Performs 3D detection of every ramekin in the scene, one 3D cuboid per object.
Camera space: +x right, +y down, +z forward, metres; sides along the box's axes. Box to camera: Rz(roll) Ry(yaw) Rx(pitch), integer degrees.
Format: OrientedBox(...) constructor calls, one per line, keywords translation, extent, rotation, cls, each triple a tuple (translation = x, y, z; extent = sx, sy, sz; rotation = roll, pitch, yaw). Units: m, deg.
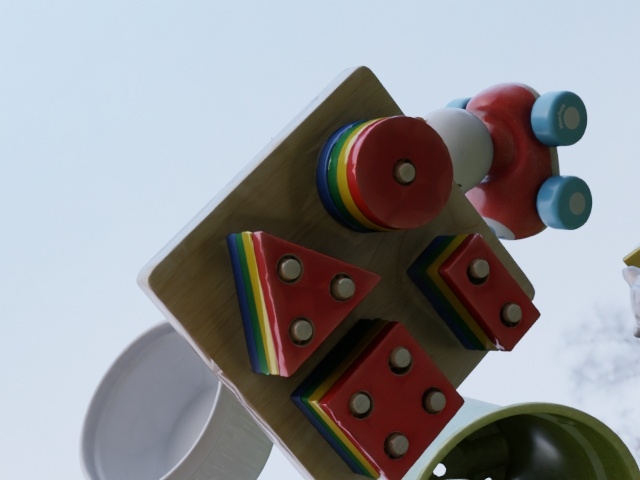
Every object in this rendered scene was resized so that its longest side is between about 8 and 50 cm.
OrientedBox(translation=(-0.140, 0.191, 1.592), extent=(0.109, 0.207, 0.207), rotation=(38, -96, -37), cls="ramekin")

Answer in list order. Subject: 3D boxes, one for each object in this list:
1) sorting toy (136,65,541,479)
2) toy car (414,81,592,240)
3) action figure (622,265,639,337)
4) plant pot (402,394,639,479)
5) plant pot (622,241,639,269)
OrientedBox(translation=(0.038, 0.036, 1.200), extent=(0.257, 0.089, 0.255), rotation=(-46, -70, -22), cls="sorting toy")
OrientedBox(translation=(0.192, -0.095, 2.009), extent=(0.238, 0.219, 0.210), rotation=(-9, -83, -36), cls="toy car")
OrientedBox(translation=(0.433, 0.007, 1.401), extent=(0.330, 0.341, 0.178), rotation=(-18, -57, 14), cls="action figure")
OrientedBox(translation=(0.172, 0.280, 1.670), extent=(0.276, 0.254, 0.276), rotation=(-2, -82, -17), cls="plant pot")
OrientedBox(translation=(0.406, 0.016, 1.742), extent=(0.083, 0.081, 0.081), rotation=(-46, -8, 31), cls="plant pot")
